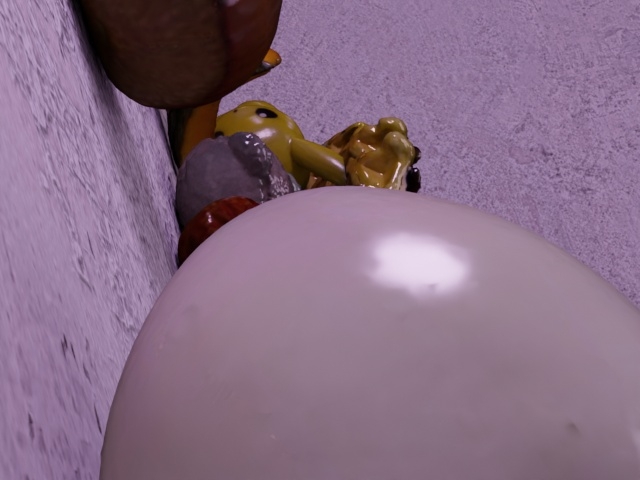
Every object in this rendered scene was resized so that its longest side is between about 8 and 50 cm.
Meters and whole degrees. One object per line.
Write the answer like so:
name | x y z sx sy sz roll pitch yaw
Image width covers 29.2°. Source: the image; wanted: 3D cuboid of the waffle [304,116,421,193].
waffle | 0.000 0.000 1.752 0.382 0.095 0.380 -14 -127 65

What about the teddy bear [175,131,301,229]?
teddy bear | -0.082 0.009 1.427 0.236 0.151 0.267 -23 -103 52

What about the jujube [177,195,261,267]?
jujube | -0.054 0.080 1.256 0.255 0.190 0.190 55 -7 18

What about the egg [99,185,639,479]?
egg | 0.040 0.129 0.541 0.345 0.283 0.283 59 -8 26

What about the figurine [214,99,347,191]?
figurine | -0.105 -0.104 1.738 0.169 0.218 0.327 61 -5 -10

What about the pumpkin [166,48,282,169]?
pumpkin | -0.145 -0.231 1.548 0.290 0.095 0.258 119 -36 -54

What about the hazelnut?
hazelnut | -0.117 -0.221 1.078 0.186 0.210 0.210 -121 -165 -69
